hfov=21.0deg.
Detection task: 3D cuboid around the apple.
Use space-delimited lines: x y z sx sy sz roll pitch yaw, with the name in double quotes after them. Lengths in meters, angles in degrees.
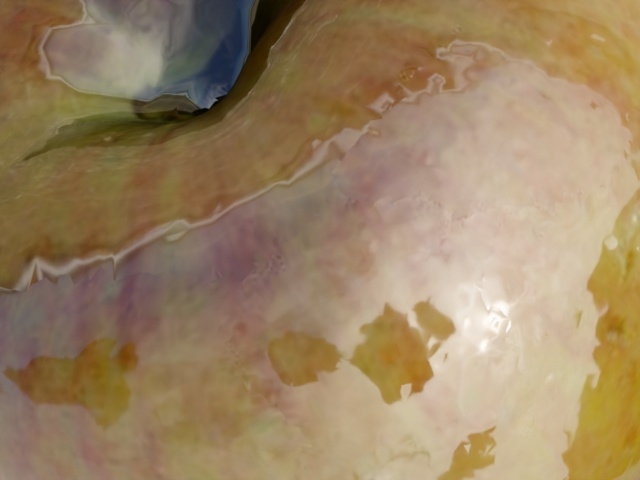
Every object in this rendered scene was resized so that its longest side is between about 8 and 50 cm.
0.000 0.000 0.805 0.400 0.400 0.333 -23 140 10 "apple"
